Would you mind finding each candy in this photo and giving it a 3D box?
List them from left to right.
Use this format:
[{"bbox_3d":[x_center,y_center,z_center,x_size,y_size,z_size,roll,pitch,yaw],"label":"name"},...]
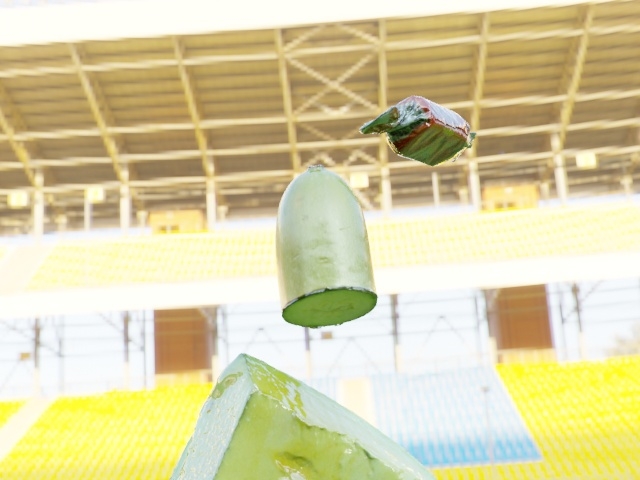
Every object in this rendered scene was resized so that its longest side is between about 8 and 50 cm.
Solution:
[{"bbox_3d":[0.143,-0.148,1.470,0.086,0.059,0.292,-39,-21,20],"label":"candy"}]

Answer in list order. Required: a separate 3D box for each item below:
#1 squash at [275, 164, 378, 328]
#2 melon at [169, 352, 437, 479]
[{"bbox_3d":[0.000,0.000,1.269,0.123,0.186,0.123,-7,-19,-3],"label":"squash"},{"bbox_3d":[0.008,0.276,1.197,0.323,0.196,0.124,27,-10,-11],"label":"melon"}]
